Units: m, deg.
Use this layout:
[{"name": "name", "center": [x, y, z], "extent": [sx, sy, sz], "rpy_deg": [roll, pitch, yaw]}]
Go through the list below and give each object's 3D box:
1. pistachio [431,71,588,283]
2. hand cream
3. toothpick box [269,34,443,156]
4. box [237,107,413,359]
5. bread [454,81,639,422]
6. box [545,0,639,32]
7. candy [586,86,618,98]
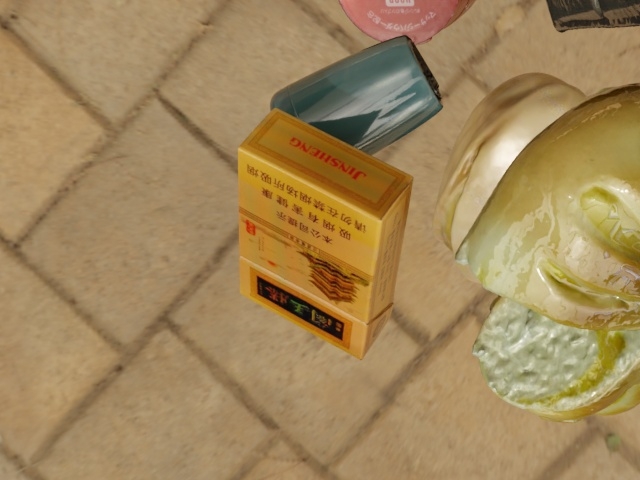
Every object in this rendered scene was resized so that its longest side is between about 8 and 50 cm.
[{"name": "pistachio", "center": [0.269, -0.073, 1.606], "extent": [0.238, 0.321, 0.229], "rpy_deg": [-10, 53, -23]}, {"name": "hand cream", "center": [0.124, -0.372, 1.679], "extent": [0.193, 0.125, 0.193], "rpy_deg": [13, 120, 24]}, {"name": "toothpick box", "center": [0.045, -0.155, 1.407], "extent": [0.184, 0.120, 0.120], "rpy_deg": [-27, 87, 12]}, {"name": "box", "center": [0.000, 0.000, 1.349], "extent": [0.174, 0.274, 0.076], "rpy_deg": [29, 57, 17]}, {"name": "bread", "center": [0.277, 0.020, 1.093], "extent": [0.333, 0.333, 0.160], "rpy_deg": [-50, 47, 9]}, {"name": "box", "center": [0.315, -0.289, 0.831], "extent": [0.345, 0.251, 0.204], "rpy_deg": [-19, 99, -2]}, {"name": "candy", "center": [0.444, -0.145, 1.729], "extent": [0.132, 0.343, 0.142], "rpy_deg": [-23, 103, -27]}]
